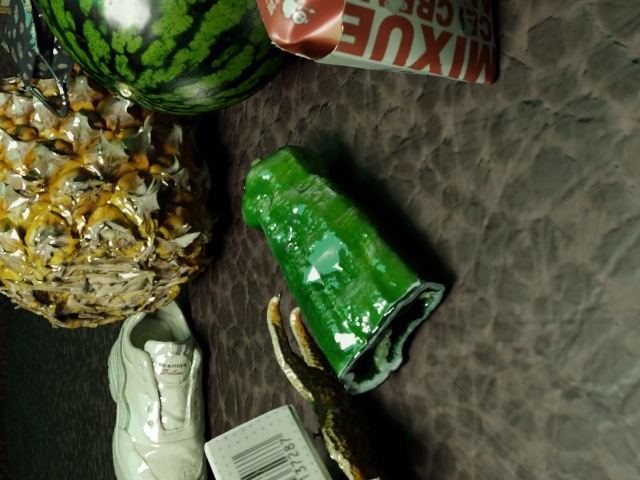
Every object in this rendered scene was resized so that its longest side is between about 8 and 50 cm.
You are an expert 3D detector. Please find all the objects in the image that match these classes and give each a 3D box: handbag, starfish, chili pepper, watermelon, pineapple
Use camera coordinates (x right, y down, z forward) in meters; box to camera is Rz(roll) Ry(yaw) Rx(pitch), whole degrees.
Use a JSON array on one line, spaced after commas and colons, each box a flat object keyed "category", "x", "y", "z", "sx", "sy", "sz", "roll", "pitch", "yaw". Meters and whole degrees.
[{"category": "handbag", "x": -0.310, "y": -0.204, "z": 0.805, "sx": 0.115, "sy": 0.072, "sz": 0.139, "roll": -37, "pitch": 70, "yaw": 50}, {"category": "starfish", "x": 0.002, "y": 0.147, "z": 0.664, "sx": 0.050, "sy": 0.138, "sz": 0.247, "roll": -36, "pitch": 54, "yaw": 0}, {"category": "chili pepper", "x": 0.000, "y": 0.000, "z": 0.676, "sx": 0.270, "sy": 0.099, "sz": 0.136, "roll": 56, "pitch": 147, "yaw": 37}, {"category": "watermelon", "x": -0.149, "y": -0.274, "z": 0.730, "sx": 0.285, "sy": 0.285, "sz": 0.285, "roll": 3, "pitch": 93, "yaw": 58}, {"category": "pineapple", "x": -0.307, "y": -0.057, "z": 0.952, "sx": 0.352, "sy": 0.353, "sz": 0.300, "roll": -57, "pitch": 45, "yaw": 42}, {"category": "handbag", "x": 0.039, "y": -0.252, "z": 0.549, "sx": 0.151, "sy": 0.171, "sz": 0.298, "roll": -44, "pitch": 59, "yaw": 46}]

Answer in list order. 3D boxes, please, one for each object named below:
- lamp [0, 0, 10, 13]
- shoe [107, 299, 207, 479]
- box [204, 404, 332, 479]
[{"category": "lamp", "x": -0.290, "y": -0.332, "z": 0.921, "sx": 0.089, "sy": 0.326, "sz": 0.090, "roll": 63, "pitch": 141, "yaw": 36}, {"category": "shoe", "x": -0.237, "y": 0.229, "z": 1.036, "sx": 0.210, "sy": 0.132, "sz": 0.342, "roll": -65, "pitch": 37, "yaw": 40}, {"category": "box", "x": 0.019, "y": 0.330, "z": 0.582, "sx": 0.330, "sy": 0.095, "sz": 0.210, "roll": 54, "pitch": 163, "yaw": 41}]
